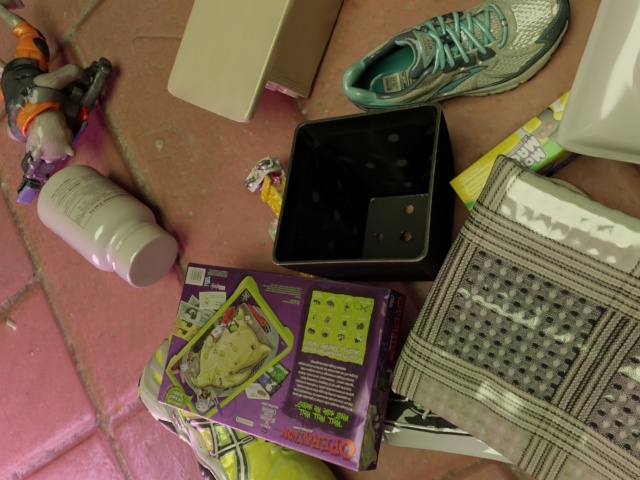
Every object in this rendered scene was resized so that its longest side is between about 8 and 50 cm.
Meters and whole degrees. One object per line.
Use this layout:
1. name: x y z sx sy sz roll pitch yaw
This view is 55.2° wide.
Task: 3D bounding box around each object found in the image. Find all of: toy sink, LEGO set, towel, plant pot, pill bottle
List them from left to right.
1. pill bottle: -0.354 -0.022 1.031 0.229 0.131 0.131 33 108 24
2. toy sink: -0.087 -0.284 0.865 0.153 0.131 0.234 25 100 26
3. LEGO set: 0.000 0.000 0.873 0.286 0.107 0.132 66 153 5
4. plant pot: 0.077 -0.035 0.748 0.188 0.167 0.187 -3 68 30
5. towel: 0.255 0.119 0.611 0.324 0.056 0.312 30 115 18

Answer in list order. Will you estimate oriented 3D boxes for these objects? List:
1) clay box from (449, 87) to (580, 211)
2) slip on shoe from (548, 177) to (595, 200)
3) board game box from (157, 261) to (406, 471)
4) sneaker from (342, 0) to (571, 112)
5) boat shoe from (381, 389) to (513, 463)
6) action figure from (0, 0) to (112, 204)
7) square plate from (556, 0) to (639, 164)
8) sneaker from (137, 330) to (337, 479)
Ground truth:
1. clay box: 0.262 -0.112 0.680 0.222 0.127 0.053 -38 76 26
2. slip on shoe: 0.317 0.076 0.657 0.123 0.101 0.331 -39 84 32
3. board game box: -0.066 0.147 0.797 0.347 0.056 0.208 5 76 37
4. sneaker: 0.154 -0.220 0.736 0.283 0.122 0.110 -22 82 28
5. boat shoe: 0.153 0.206 0.772 0.307 0.113 0.104 3 88 27
6. action figure: -0.545 -0.235 1.106 0.330 0.179 0.341 46 111 29
7. square plate: 0.426 -0.209 0.521 0.344 0.049 0.347 12 110 2
8. sneaker: -0.121 0.265 0.912 0.385 0.145 0.147 32 108 22
